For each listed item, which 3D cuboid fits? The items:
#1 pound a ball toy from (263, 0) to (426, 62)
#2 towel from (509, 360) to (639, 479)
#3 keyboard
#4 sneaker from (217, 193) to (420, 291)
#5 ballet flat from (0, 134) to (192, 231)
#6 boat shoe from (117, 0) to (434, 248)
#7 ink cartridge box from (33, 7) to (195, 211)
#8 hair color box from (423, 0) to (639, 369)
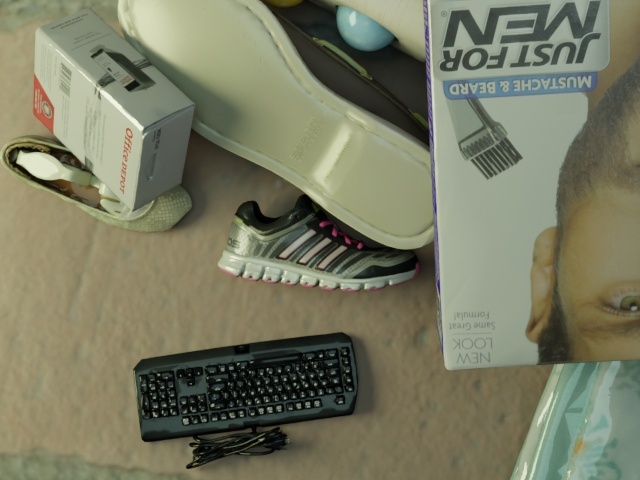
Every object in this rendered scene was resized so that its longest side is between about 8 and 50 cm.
[{"bbox_3d":[-0.032,-0.263,0.892,0.319,0.208,0.136,28,90,1],"label":"pound a ball toy"},{"bbox_3d":[0.341,0.160,0.937,0.320,0.090,0.374,21,91,3],"label":"towel"},{"bbox_3d":[-0.062,0.138,0.976,0.192,0.038,0.100,-9,90,3],"label":"keyboard"},{"bbox_3d":[0.000,0.000,0.961,0.170,0.063,0.075,5,96,7],"label":"sneaker"},{"bbox_3d":[-0.193,-0.046,0.973,0.168,0.052,0.057,16,91,2],"label":"ballet flat"},{"bbox_3d":[-0.021,-0.117,0.947,0.324,0.097,0.116,36,110,3],"label":"boat shoe"},{"bbox_3d":[-0.169,-0.106,0.928,0.135,0.099,0.056,43,53,19],"label":"ink cartridge box"},{"bbox_3d":[0.169,-0.085,0.820,0.185,0.110,0.339,-4,105,4],"label":"hair color box"}]
